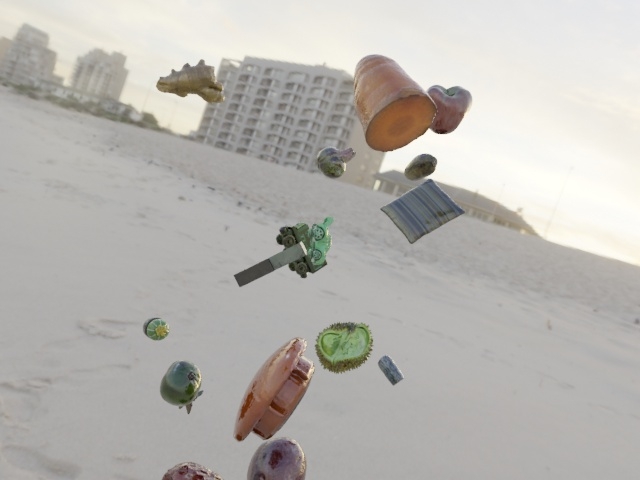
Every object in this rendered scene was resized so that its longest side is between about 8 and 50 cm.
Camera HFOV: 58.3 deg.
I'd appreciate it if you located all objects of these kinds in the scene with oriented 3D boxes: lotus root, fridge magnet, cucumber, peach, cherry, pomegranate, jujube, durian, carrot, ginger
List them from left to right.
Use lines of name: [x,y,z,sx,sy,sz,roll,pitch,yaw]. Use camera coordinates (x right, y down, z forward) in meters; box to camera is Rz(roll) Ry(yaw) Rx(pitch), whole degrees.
pomegranate: [-0.461,0.501,1.935,0.130,0.191,0.152,5,39,15]
ginger: [-0.386,-0.482,1.723,0.205,0.115,0.081,5,33,-17]
jujube: [-0.398,0.802,1.830,0.183,0.184,0.243,23,-11,46]
fridge magnet: [-0.142,0.463,1.764,0.155,0.364,0.363,34,3,1]
cherry: [-0.150,0.810,1.970,0.202,0.301,0.230,20,-41,-14]
pomegranate: [0.057,-0.328,2.338,0.125,0.163,0.138,21,36,-37]
durian: [0.092,0.418,2.269,0.236,0.200,0.176,-18,-12,-9]
carrot: [0.136,-0.316,1.208,0.159,0.159,0.225,18,44,-43]
cucumber: [0.266,0.487,2.146,0.064,0.064,0.112,17,29,-55]
lotus root: [0.388,-0.285,2.219,0.089,0.080,0.179,50,-30,-8]
peach: [0.369,-0.389,1.711,0.151,0.152,0.152,20,2,-1]

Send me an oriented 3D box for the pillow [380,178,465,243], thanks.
pillow: [0.337,-0.100,1.917,0.208,0.212,0.052,56,-6,42]

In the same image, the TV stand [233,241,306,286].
TV stand: [-0.165,0.078,1.895,0.049,0.256,0.040,62,15,-5]

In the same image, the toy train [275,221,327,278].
toy train: [-0.075,0.030,2.196,0.090,0.137,0.226,18,-44,60]

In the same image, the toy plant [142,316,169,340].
toy plant: [-0.667,0.359,2.333,0.092,0.093,0.162,19,-11,-26]

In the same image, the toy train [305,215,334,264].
toy train: [0.000,0.000,1.800,0.081,0.149,0.099,-2,1,-13]
